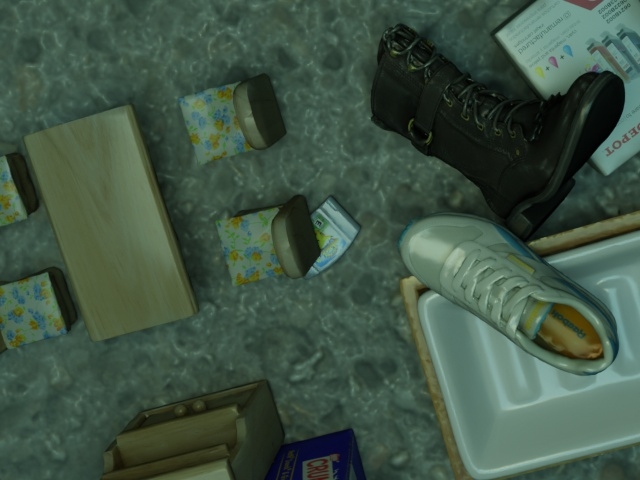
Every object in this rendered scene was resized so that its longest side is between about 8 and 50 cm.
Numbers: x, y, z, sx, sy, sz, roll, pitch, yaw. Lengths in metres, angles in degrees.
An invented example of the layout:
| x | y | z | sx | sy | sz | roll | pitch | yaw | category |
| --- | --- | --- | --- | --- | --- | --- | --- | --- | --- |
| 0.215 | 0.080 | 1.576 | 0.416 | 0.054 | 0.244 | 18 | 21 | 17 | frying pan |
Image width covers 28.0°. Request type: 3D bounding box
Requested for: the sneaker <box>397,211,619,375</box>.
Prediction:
| x | y | z | sx | sy | sz | roll | pitch | yaw | category |
| --- | --- | --- | --- | --- | --- | --- | --- | --- | --- |
| 0.177 | 0.046 | 1.191 | 0.229 | 0.092 | 0.087 | 28 | 102 | 2 | sneaker |

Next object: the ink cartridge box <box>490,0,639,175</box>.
| x | y | z | sx | sy | sz | roll | pitch | yaw | category |
| --- | --- | --- | --- | --- | --- | --- | --- | --- | --- |
| 0.269 | -0.171 | 1.249 | 0.128 | 0.127 | 0.176 | -38 | 95 | 10 | ink cartridge box |

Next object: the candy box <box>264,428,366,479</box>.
| x | y | z | sx | sy | sz | roll | pitch | yaw | category |
| --- | --- | --- | --- | --- | --- | --- | --- | --- | --- |
| -0.108 | 0.321 | 1.293 | 0.317 | 0.268 | 0.122 | -15 | 101 | 8 | candy box |

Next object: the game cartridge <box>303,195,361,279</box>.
| x | y | z | sx | sy | sz | roll | pitch | yaw | category |
| --- | --- | --- | --- | --- | --- | --- | --- | --- | --- |
| 0.000 | 0.000 | 1.360 | 0.056 | 0.017 | 0.083 | 45 | 100 | -6 | game cartridge |

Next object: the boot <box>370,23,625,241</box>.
| x | y | z | sx | sy | sz | roll | pitch | yaw | category |
| --- | --- | --- | --- | --- | --- | --- | --- | --- | --- |
| 0.145 | -0.125 | 1.200 | 0.229 | 0.263 | 0.091 | 41 | 61 | 11 | boot |

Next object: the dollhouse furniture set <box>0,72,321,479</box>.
| x | y | z | sx | sy | sz | roll | pitch | yaw | category |
| --- | --- | --- | --- | --- | --- | --- | --- | --- | --- |
| -0.187 | 0.074 | 1.259 | 0.362 | 0.256 | 0.394 | -15 | 99 | 10 | dollhouse furniture set |

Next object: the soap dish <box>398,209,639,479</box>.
| x | y | z | sx | sy | sz | roll | pitch | yaw | category |
| --- | --- | --- | --- | --- | --- | --- | --- | --- | --- |
| 0.249 | 0.103 | 1.300 | 0.291 | 0.118 | 0.229 | -16 | 97 | 8 | soap dish |
